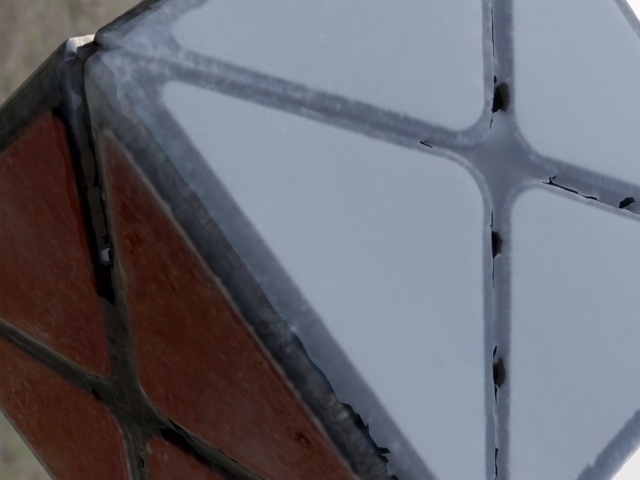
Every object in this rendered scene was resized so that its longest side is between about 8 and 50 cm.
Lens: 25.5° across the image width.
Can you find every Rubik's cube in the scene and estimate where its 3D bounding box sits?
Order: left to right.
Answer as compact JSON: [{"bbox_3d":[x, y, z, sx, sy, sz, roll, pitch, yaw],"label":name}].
[{"bbox_3d":[0.000,0.000,0.630,0.259,0.260,0.255,-25,-79,52],"label":"Rubik's cube"}]
